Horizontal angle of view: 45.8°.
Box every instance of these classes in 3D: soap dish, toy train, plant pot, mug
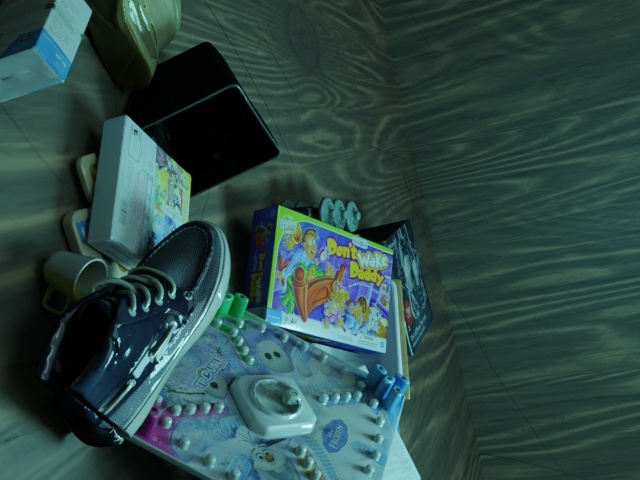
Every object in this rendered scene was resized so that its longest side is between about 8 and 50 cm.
[{"bbox_3d":[0.081,0.234,1.746,0.118,0.229,0.290,81,7,-62],"label":"soap dish"},{"bbox_3d":[0.000,0.000,1.776,0.334,0.142,0.190,0,89,-69],"label":"toy train"},{"bbox_3d":[-0.201,-0.215,1.265,0.188,0.187,0.167,55,12,-54],"label":"plant pot"},{"bbox_3d":[-0.317,0.047,0.952,0.078,0.064,0.062,-49,151,-46],"label":"mug"}]

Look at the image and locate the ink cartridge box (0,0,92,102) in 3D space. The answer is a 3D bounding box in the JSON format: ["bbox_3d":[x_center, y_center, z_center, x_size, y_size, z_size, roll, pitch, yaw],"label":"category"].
[{"bbox_3d":[-0.358,-0.267,0.960,0.060,0.104,0.180,57,29,-46],"label":"ink cartridge box"}]

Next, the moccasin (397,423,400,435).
[{"bbox_3d":[0.123,0.373,1.882,0.138,0.117,0.342,-177,-102,-79],"label":"moccasin"}]

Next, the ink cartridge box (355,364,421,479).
[{"bbox_3d":[0.084,0.410,1.513,0.186,0.065,0.311,-3,57,-48],"label":"ink cartridge box"}]

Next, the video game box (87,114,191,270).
[{"bbox_3d":[-0.262,-0.051,1.129,0.187,0.048,0.205,46,38,-54],"label":"video game box"}]

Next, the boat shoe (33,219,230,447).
[{"bbox_3d":[-0.224,0.082,0.962,0.158,0.127,0.340,78,29,-55],"label":"boat shoe"}]

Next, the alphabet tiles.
[{"bbox_3d":[-0.283,-0.002,1.146,0.284,0.021,0.278,-42,119,-68],"label":"alphabet tiles"}]

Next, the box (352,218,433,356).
[{"bbox_3d":[0.169,0.132,2.092,0.343,0.179,0.312,-35,111,-69],"label":"box"}]

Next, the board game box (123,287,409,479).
[{"bbox_3d":[-0.067,0.238,1.151,0.050,0.390,0.390,-65,176,26],"label":"board game box"}]

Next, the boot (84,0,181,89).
[{"bbox_3d":[-0.303,-0.398,1.193,0.203,0.095,0.262,-76,155,-49],"label":"boot"}]

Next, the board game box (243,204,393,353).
[{"bbox_3d":[0.003,0.091,1.561,0.347,0.078,0.233,20,69,-42],"label":"board game box"}]
